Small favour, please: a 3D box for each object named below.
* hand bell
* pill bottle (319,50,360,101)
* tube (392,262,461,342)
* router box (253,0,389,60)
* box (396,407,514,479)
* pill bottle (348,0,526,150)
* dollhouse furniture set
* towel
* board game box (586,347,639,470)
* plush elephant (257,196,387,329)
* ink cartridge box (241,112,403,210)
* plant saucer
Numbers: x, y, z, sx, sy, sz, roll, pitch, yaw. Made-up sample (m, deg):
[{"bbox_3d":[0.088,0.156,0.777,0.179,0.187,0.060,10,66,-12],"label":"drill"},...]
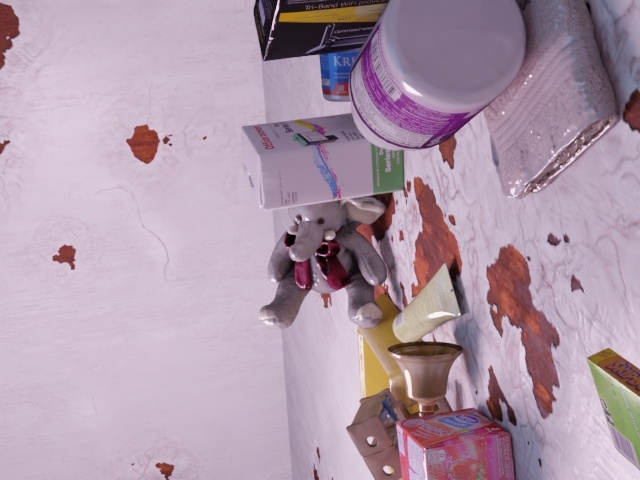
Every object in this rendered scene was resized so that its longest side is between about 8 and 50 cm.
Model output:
[{"bbox_3d":[0.179,0.300,1.525,0.126,0.126,0.242,-164,72,-78],"label":"hand bell"},{"bbox_3d":[0.056,-0.379,1.706,0.124,0.124,0.221,-129,32,-69],"label":"pill bottle"},{"bbox_3d":[0.191,0.123,1.593,0.070,0.062,0.240,36,155,3],"label":"tube"},{"bbox_3d":[0.079,-0.331,1.156,0.243,0.309,0.081,125,135,-72],"label":"router box"},{"bbox_3d":[0.221,0.434,1.430,0.154,0.142,0.300,-158,60,-78],"label":"box"},{"bbox_3d":[0.128,-0.208,1.138,0.301,0.169,0.169,139,122,-78],"label":"pill bottle"},{"bbox_3d":[0.168,0.339,1.662,0.129,0.184,0.129,61,-160,-7],"label":"dollhouse furniture set"},{"bbox_3d":[0.254,-0.170,1.074,0.282,0.049,0.187,116,143,-70],"label":"towel"},{"bbox_3d":[0.344,0.204,0.859,0.259,0.039,0.124,-124,11,-71],"label":"board game box"},{"bbox_3d":[0.000,0.000,1.875,0.255,0.272,0.330,60,-141,-52],"label":"plush elephant"},{"bbox_3d":[-0.002,-0.160,1.760,0.201,0.278,0.117,-123,27,-64],"label":"ink cartridge box"},{"bbox_3d":[0.148,0.322,1.873,0.333,0.081,0.333,-123,27,-66],"label":"plant saucer"}]
